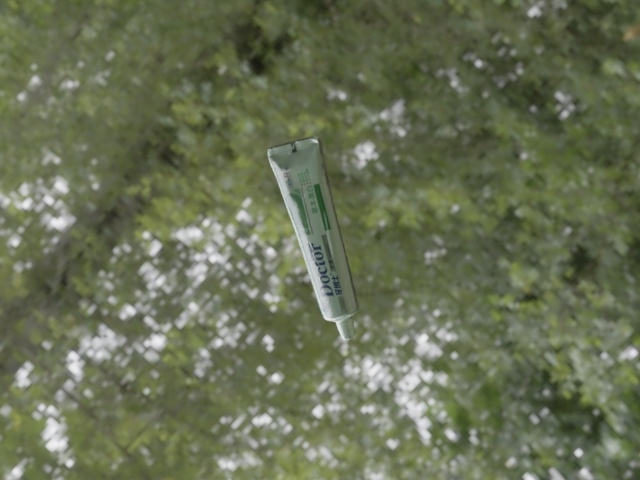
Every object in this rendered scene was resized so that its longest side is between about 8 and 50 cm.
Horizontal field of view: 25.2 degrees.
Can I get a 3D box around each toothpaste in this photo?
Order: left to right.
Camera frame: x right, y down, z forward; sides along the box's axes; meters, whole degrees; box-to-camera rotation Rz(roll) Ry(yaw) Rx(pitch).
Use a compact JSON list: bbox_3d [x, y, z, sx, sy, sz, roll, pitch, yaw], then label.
[{"bbox_3d":[0.000,0.000,1.511,0.041,0.064,0.218,-31,-74,-63],"label":"toothpaste"}]
